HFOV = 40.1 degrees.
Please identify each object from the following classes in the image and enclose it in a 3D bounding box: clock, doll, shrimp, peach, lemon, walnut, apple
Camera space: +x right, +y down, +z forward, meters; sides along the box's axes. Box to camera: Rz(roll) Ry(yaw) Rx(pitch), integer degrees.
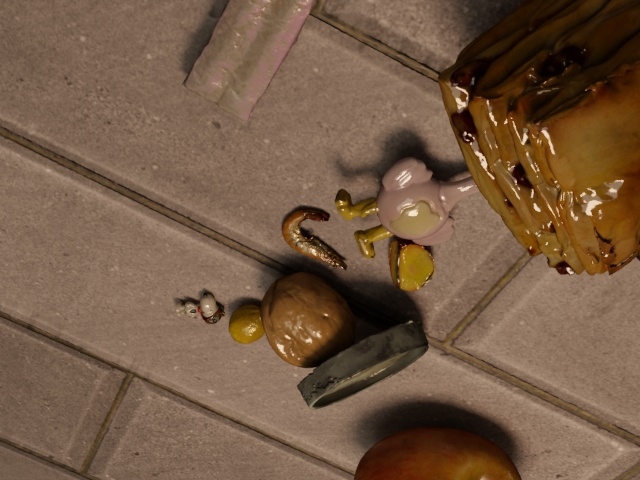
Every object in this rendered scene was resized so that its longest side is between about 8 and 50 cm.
[{"bbox_3d":[0.071,0.202,1.407,0.226,0.226,0.049,-40,70,38],"label":"clock"},{"bbox_3d":[-0.209,0.123,1.522,0.085,0.040,0.058,-22,109,26],"label":"doll"},{"bbox_3d":[0.000,0.000,1.362,0.127,0.025,0.091,37,129,-13],"label":"shrimp"},{"bbox_3d":[0.207,-0.067,1.198,0.365,0.094,0.160,-10,130,24],"label":"doll"},{"bbox_3d":[0.131,0.031,1.334,0.077,0.050,0.083,-42,122,14],"label":"peach"},{"bbox_3d":[-0.125,0.145,1.501,0.065,0.065,0.092,35,128,-16],"label":"lemon"},{"bbox_3d":[-0.022,0.129,1.405,0.166,0.149,0.167,31,149,22],"label":"walnut"},{"bbox_3d":[0.221,0.458,1.539,0.301,0.302,0.302,8,132,9],"label":"apple"}]

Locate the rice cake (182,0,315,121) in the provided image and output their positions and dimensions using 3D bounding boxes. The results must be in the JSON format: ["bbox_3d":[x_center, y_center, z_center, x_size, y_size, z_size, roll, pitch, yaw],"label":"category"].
[{"bbox_3d":[-0.078,-0.278,1.119,0.106,0.050,0.298,29,132,-11],"label":"rice cake"}]

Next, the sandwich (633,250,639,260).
[{"bbox_3d":[0.554,-0.011,1.104,0.250,0.162,0.301,34,162,1],"label":"sandwich"}]

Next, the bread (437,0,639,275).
[{"bbox_3d":[0.318,-0.123,1.000,0.277,0.167,0.325,-37,116,-4],"label":"bread"}]
